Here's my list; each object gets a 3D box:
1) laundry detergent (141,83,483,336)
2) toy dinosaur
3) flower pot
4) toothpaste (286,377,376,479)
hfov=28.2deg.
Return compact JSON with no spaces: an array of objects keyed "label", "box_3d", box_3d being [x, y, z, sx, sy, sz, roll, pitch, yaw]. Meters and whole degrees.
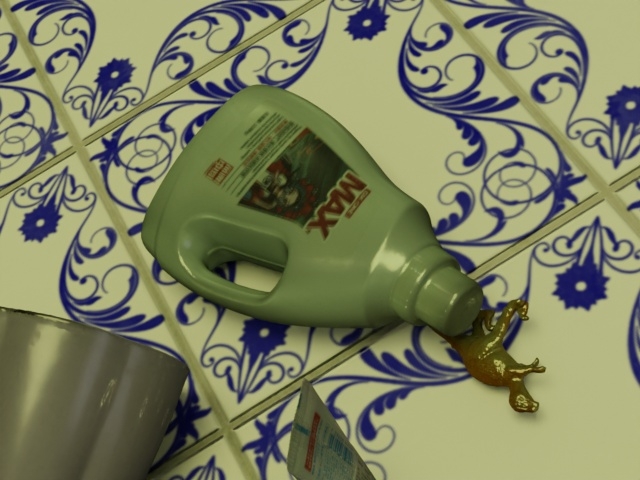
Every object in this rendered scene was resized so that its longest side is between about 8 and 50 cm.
[{"label":"laundry detergent","box_3d":[0.000,0.000,1.430,0.398,0.125,0.264,33,76,34]},{"label":"toy dinosaur","box_3d":[0.163,0.125,1.347,0.162,0.039,0.126,-5,59,27]},{"label":"flower pot","box_3d":[-0.296,0.214,1.333,0.265,0.265,0.243,9,72,25]},{"label":"toothpaste","box_3d":[0.015,0.221,1.212,0.057,0.234,0.089,-1,58,19]}]
